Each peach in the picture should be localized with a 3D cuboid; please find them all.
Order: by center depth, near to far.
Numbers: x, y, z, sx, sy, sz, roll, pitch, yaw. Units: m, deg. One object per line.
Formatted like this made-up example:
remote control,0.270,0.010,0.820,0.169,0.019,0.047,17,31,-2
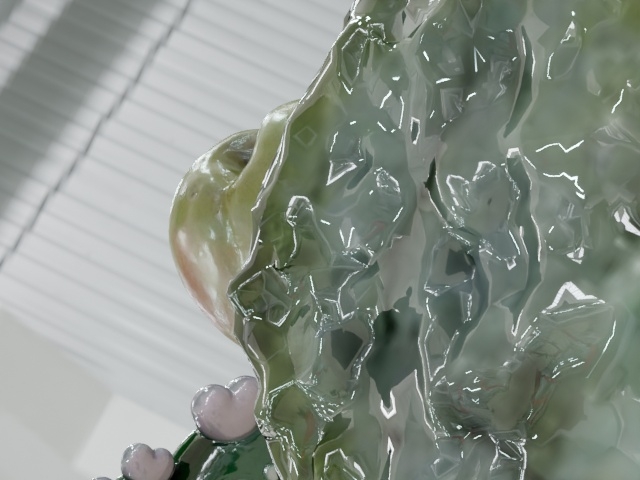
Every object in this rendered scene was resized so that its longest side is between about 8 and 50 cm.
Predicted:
peach,-0.001,0.000,1.692,0.247,0.292,0.292,-77,7,-65

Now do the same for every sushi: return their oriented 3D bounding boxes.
sushi,0.150,-0.014,0.367,0.178,0.294,0.352,6,-67,-48

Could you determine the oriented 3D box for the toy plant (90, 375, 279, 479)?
toy plant,-0.082,0.233,1.452,0.243,0.112,0.233,-39,-53,-13
